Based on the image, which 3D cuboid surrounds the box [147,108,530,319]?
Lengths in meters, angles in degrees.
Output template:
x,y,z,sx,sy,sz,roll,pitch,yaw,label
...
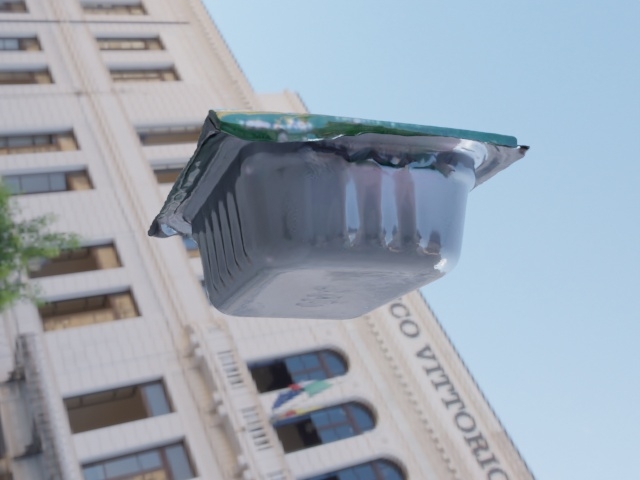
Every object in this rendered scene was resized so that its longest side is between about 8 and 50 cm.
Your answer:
x,y,z,sx,sy,sz,roll,pitch,yaw,label
0.000,0.000,0.744,0.337,0.264,0.106,139,-48,-65,box
